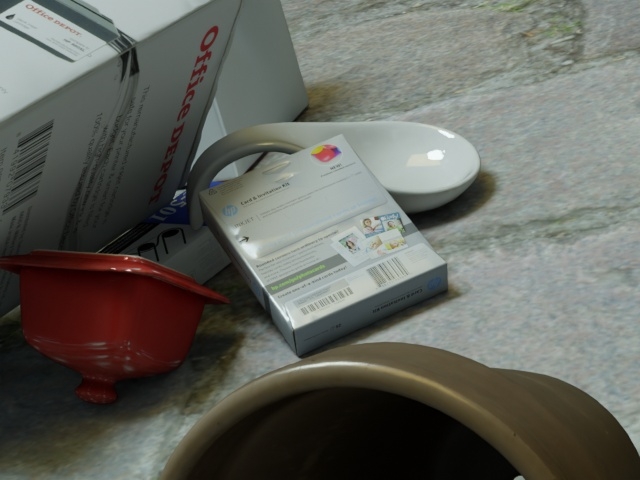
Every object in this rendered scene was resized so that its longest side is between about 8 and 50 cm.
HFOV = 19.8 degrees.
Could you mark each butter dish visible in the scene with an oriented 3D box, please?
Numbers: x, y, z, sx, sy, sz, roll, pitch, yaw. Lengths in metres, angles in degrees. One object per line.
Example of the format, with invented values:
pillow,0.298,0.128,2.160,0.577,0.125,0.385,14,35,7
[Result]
butter dish,-0.177,0.076,1.511,0.160,0.118,0.160,3,-11,24

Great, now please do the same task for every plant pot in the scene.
plant pot,0.071,0.169,0.982,0.263,0.263,0.229,-4,6,29

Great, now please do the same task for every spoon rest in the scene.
spoon rest,0.012,-0.068,1.695,0.276,0.084,0.137,-7,33,-6

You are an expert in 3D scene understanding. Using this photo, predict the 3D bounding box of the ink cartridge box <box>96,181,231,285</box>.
ink cartridge box,-0.137,0.009,1.722,0.097,0.046,0.207,4,29,38

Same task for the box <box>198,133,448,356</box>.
box,0.000,0.000,1.558,0.145,0.038,0.186,-24,50,-16

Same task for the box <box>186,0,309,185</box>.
box,-0.222,-0.165,2.037,0.345,0.168,0.215,-6,24,26

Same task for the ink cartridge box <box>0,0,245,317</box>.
ink cartridge box,-0.270,-0.090,1.566,0.166,0.285,0.395,38,44,15
